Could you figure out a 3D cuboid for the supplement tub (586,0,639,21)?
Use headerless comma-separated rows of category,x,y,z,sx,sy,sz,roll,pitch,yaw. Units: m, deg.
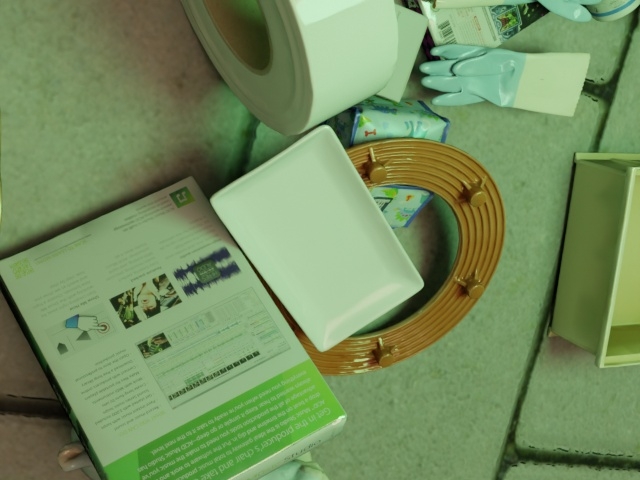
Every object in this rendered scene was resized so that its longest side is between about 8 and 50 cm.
supplement tub,0.348,-0.331,1.390,0.071,0.071,0.107,-42,118,-11

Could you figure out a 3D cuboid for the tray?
tray,0.000,0.000,1.211,0.145,0.030,0.270,-32,131,2

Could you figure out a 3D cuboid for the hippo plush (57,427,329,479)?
hippo plush,-0.155,0.247,1.246,0.294,0.234,0.236,-27,101,27

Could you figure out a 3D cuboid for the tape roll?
tape roll,-0.047,-0.248,1.082,0.100,0.286,0.286,-30,116,-17

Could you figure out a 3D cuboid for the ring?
ring,0.067,0.032,1.304,0.337,0.032,0.336,-12,127,-16

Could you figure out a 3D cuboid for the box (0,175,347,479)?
box,-0.155,0.109,1.133,0.232,0.322,0.058,-26,155,-19

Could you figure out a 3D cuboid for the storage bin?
storage bin,0.458,0.020,1.518,0.261,0.123,0.262,-1,104,-27

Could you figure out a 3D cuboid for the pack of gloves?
pack of gloves,0.219,-0.250,1.324,0.232,0.046,0.195,1,116,-25

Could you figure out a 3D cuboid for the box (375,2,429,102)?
box,0.046,-0.218,1.245,0.087,0.101,0.101,14,99,-31

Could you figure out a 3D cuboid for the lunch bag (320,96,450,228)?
lunch bag,0.063,-0.086,1.301,0.129,0.096,0.151,4,115,-27

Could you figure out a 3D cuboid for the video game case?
video game case,0.181,-0.341,1.315,0.210,0.042,0.232,-35,118,-15

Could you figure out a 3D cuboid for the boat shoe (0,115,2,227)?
boat shoe,-0.347,-0.061,1.108,0.059,0.063,0.170,-2,96,-25
